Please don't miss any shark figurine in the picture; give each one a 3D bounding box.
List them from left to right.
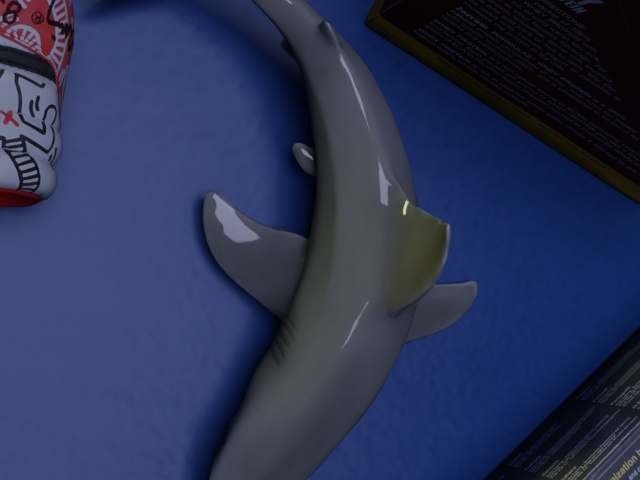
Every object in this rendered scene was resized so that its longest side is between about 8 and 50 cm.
[{"bbox_3d":[0.011,-0.027,0.449,0.166,0.116,0.278,-13,98,-22],"label":"shark figurine"}]

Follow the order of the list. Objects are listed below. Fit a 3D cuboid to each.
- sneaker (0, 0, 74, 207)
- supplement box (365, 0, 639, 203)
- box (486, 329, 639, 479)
[{"bbox_3d":[-0.229,-0.069,0.387,0.270,0.090,0.145,0,85,-22],"label":"sneaker"},{"bbox_3d":[0.160,-0.123,0.468,0.191,0.194,0.129,30,78,-15],"label":"supplement box"},{"bbox_3d":[0.186,0.198,0.522,0.307,0.076,0.242,-41,100,-17],"label":"box"}]
